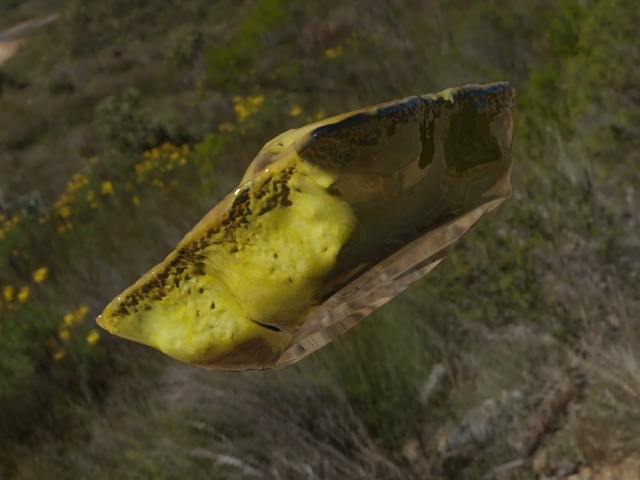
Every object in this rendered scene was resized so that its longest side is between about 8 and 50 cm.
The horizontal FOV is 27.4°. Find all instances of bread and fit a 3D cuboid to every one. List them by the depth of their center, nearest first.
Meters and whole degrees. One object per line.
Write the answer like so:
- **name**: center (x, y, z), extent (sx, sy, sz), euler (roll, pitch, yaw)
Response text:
- **bread**: center (0.000, 0.000, 0.688), extent (0.161, 0.088, 0.233), euler (-27, -12, -46)
